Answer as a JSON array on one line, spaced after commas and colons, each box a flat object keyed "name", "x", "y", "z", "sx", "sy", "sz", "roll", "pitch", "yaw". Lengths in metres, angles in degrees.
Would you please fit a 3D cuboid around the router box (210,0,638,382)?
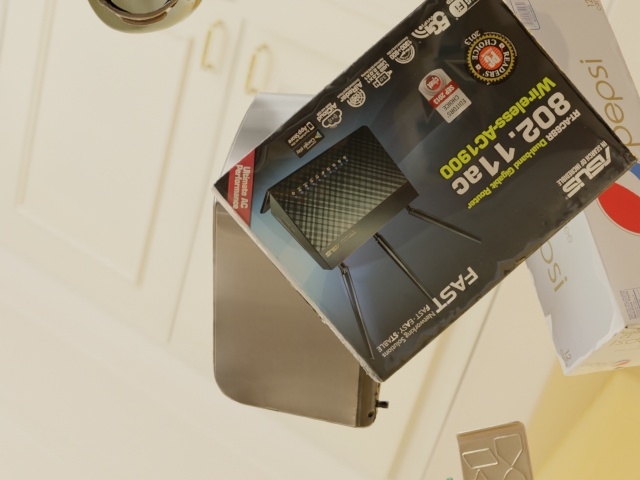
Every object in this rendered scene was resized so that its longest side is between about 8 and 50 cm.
[{"name": "router box", "x": 0.036, "y": -0.023, "z": 0.465, "sx": 0.092, "sy": 0.122, "sz": 0.038, "roll": 49, "pitch": 179, "yaw": -2}]

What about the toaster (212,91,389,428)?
[{"name": "toaster", "x": 0.000, "y": 0.000, "z": 0.830, "sx": 0.110, "sy": 0.186, "sz": 0.168, "roll": 5, "pitch": -149, "yaw": 5}]

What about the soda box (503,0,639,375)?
[{"name": "soda box", "x": 0.150, "y": -0.036, "z": 0.755, "sx": 0.069, "sy": 0.074, "sz": 0.216, "roll": -5, "pitch": -115, "yaw": -22}]

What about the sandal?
[{"name": "sandal", "x": -0.133, "y": -0.220, "z": 0.998, "sx": 0.086, "sy": 0.120, "sz": 0.303, "roll": -32, "pitch": -167, "yaw": -23}]

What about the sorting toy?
[{"name": "sorting toy", "x": 0.116, "y": 0.166, "z": 0.936, "sx": 0.012, "sy": 0.083, "sz": 0.062, "roll": 5, "pitch": -109, "yaw": -52}]
